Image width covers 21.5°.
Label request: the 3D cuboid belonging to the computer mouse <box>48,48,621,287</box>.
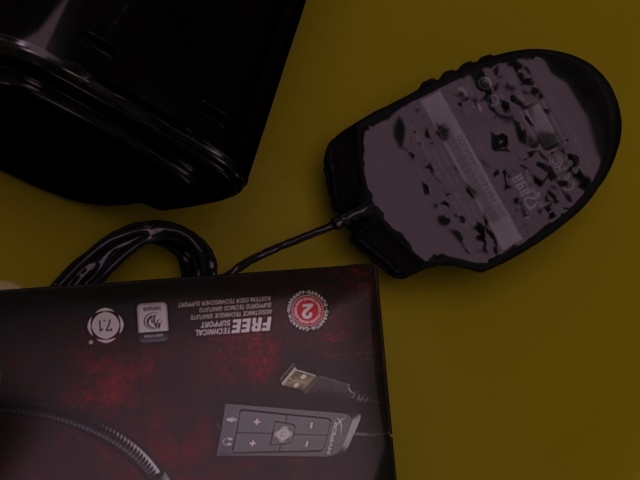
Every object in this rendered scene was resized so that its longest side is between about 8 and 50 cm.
[{"bbox_3d":[0.000,0.000,0.598,0.242,0.041,0.071,-25,85,-11],"label":"computer mouse"}]

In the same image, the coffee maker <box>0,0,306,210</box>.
[{"bbox_3d":[-0.052,-0.112,0.542,0.120,0.171,0.178,21,72,-8],"label":"coffee maker"}]

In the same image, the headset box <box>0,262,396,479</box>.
[{"bbox_3d":[-0.080,0.165,0.475,0.218,0.110,0.293,-3,77,-4],"label":"headset box"}]
